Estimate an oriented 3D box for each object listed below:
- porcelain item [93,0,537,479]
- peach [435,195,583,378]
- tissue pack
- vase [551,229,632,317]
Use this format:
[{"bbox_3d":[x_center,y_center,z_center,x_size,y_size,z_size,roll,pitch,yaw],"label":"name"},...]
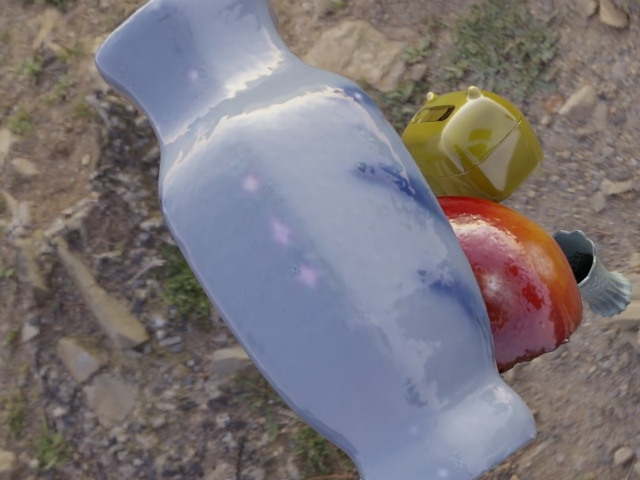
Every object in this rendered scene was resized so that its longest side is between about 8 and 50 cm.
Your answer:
[{"bbox_3d":[0.000,0.000,0.753,0.178,0.242,0.405,-33,84,0],"label":"porcelain item"},{"bbox_3d":[0.171,0.060,1.057,0.226,0.190,0.196,35,98,26],"label":"peach"},{"bbox_3d":[0.177,-0.118,1.215,0.127,0.178,0.123,45,79,-17],"label":"tissue pack"},{"bbox_3d":[0.333,0.048,1.215,0.081,0.148,0.081,-18,60,34],"label":"vase"}]
